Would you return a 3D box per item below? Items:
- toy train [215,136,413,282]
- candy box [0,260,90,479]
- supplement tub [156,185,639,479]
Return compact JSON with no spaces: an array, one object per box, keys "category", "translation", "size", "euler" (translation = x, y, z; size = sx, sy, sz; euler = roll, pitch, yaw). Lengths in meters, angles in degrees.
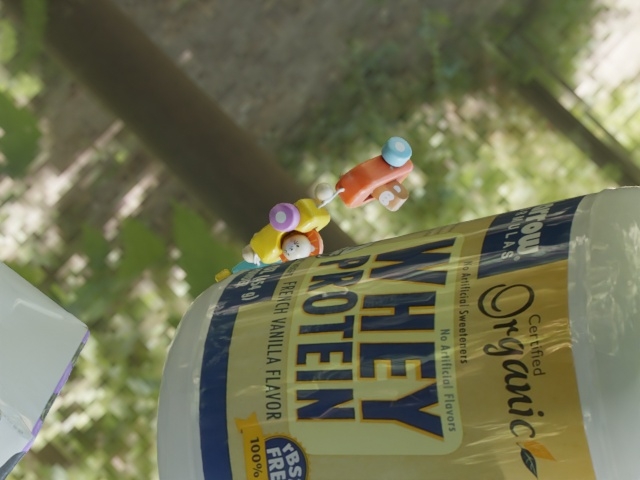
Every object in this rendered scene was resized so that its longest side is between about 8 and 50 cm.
[{"category":"toy train","translation":[0.000,0.000,1.325],"size":[0.125,0.046,0.166],"euler":[-23,163,-45]},{"category":"candy box","translation":[-0.183,0.106,0.748],"size":[0.196,0.070,0.165],"euler":[-50,-173,8]},{"category":"supplement tub","translation":[0.100,0.099,0.985],"size":[0.316,0.228,0.228],"euler":[-13,-179,21]}]
